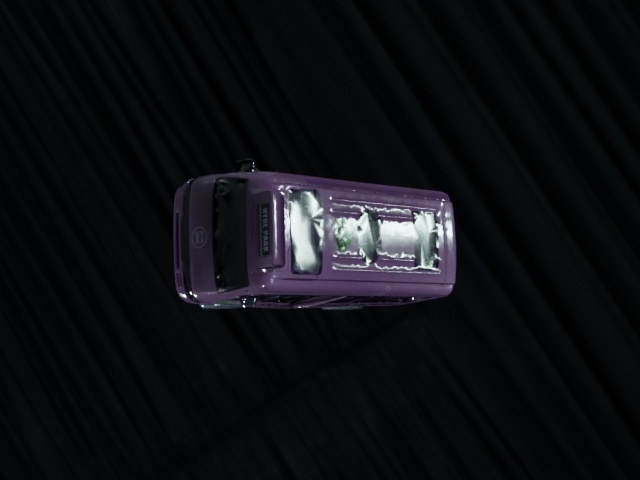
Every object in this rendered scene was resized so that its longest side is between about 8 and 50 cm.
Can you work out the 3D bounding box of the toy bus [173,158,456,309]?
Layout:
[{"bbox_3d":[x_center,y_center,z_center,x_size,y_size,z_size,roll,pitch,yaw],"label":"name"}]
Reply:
[{"bbox_3d":[0.000,0.000,0.636,0.178,0.086,0.098,3,174,-40],"label":"toy bus"}]
